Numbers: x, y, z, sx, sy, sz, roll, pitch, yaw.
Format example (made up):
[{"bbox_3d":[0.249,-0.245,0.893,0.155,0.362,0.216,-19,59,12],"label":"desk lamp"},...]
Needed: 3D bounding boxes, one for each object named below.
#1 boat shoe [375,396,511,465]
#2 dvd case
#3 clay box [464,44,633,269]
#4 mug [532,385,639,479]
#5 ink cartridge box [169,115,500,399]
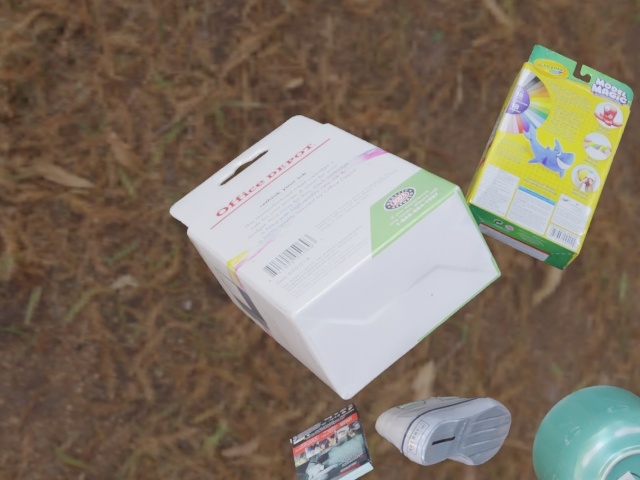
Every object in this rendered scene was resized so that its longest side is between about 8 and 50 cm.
[{"bbox_3d":[0.145,0.208,1.476,0.226,0.075,0.083,15,99,-58],"label":"boat shoe"},{"bbox_3d":[0.011,0.234,1.412,0.087,0.119,0.013,-31,114,7],"label":"dvd case"},{"bbox_3d":[0.244,-0.093,1.370,0.127,0.053,0.222,26,63,0],"label":"clay box"},{"bbox_3d":[0.286,0.211,1.189,0.157,0.097,0.130,5,101,-11],"label":"mug"},{"bbox_3d":[0.000,0.000,1.347,0.207,0.353,0.119,-38,120,-11],"label":"ink cartridge box"}]
